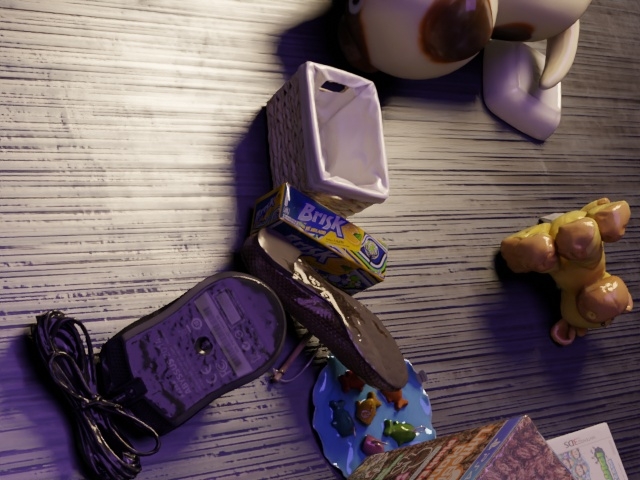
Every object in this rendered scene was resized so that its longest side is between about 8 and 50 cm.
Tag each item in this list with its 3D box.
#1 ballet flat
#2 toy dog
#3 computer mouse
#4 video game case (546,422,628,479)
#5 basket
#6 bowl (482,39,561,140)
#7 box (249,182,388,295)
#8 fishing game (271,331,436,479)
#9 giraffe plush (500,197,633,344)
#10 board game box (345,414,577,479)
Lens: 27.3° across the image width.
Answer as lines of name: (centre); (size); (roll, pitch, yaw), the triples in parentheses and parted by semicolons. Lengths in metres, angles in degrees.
ballet flat: (0.001, 0.087, 1.513); (0.250, 0.058, 0.084); (43, 30, -9)
toy dog: (0.189, -0.362, 1.798); (0.408, 0.285, 0.395); (-34, 124, -40)
computer mouse: (-0.158, 0.120, 1.367); (0.272, 0.072, 0.188); (-25, 88, -33)
video game case: (0.360, 0.329, 1.741); (0.143, 0.019, 0.157); (-7, 73, -43)
basket: (0.004, -0.114, 1.603); (0.113, 0.103, 0.167); (13, 59, -36)
bowl: (0.311, -0.234, 1.975); (0.142, 0.053, 0.142); (27, 53, -31)
box: (0.000, 0.000, 1.562); (0.169, 0.059, 0.054); (31, 50, -31)
fishing game: (0.071, 0.201, 1.541); (0.264, 0.041, 0.189); (52, 47, -7)
giraffe plush: (0.358, 0.050, 1.814); (0.210, 0.181, 0.170); (-43, 112, -80)
board game box: (0.154, 0.332, 1.350); (0.232, 0.291, 0.141); (51, 55, -7)
